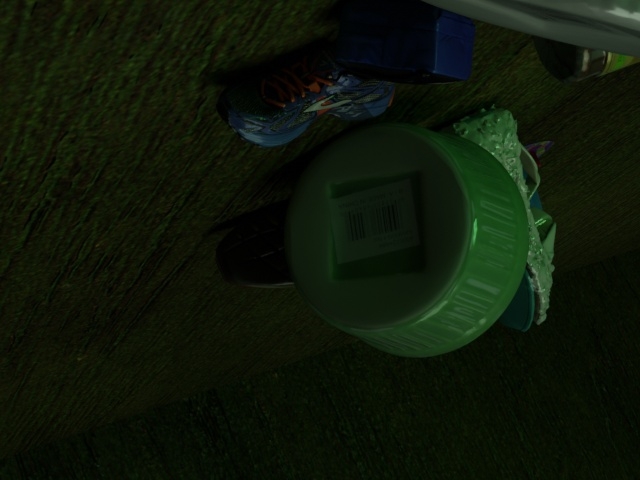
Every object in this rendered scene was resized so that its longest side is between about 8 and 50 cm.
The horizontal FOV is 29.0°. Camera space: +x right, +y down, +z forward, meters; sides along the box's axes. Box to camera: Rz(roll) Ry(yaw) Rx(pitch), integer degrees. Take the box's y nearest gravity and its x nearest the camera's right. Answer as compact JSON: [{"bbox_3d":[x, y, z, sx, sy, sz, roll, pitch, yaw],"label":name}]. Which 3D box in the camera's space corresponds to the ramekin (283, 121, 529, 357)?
[{"bbox_3d":[0.100,-0.006,1.588,0.303,0.303,0.148,-29,159,21],"label":"ramekin"}]

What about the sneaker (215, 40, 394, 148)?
[{"bbox_3d":[-0.010,-0.163,1.267,0.221,0.083,0.087,-22,155,-32],"label":"sneaker"}]

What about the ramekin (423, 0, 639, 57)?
[{"bbox_3d":[0.183,-0.217,0.881,0.277,0.135,0.277,13,-173,-2],"label":"ramekin"}]

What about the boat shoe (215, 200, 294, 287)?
[{"bbox_3d":[0.000,0.000,1.818,0.324,0.123,0.120,-17,169,-22],"label":"boat shoe"}]

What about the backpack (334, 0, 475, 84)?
[{"bbox_3d":[0.079,-0.200,1.195,0.120,0.101,0.098,6,180,31],"label":"backpack"}]

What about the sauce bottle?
[{"bbox_3d":[0.417,-0.282,1.436,0.344,0.111,0.111,-22,167,-14],"label":"sauce bottle"}]

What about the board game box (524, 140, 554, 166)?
[{"bbox_3d":[0.332,-0.117,2.121,0.133,0.033,0.169,-18,167,-23],"label":"board game box"}]

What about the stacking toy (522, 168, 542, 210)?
[{"bbox_3d":[0.233,-0.034,2.077,0.165,0.175,0.302,-17,177,-17],"label":"stacking toy"}]

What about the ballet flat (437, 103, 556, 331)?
[{"bbox_3d":[0.283,-0.031,1.817,0.147,0.147,0.409,-24,132,1],"label":"ballet flat"}]
